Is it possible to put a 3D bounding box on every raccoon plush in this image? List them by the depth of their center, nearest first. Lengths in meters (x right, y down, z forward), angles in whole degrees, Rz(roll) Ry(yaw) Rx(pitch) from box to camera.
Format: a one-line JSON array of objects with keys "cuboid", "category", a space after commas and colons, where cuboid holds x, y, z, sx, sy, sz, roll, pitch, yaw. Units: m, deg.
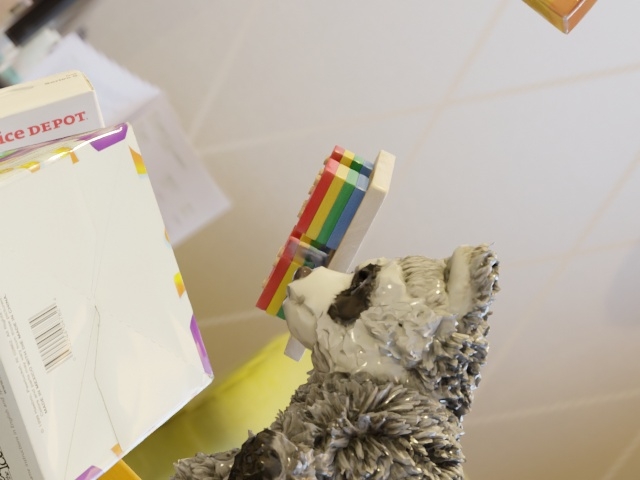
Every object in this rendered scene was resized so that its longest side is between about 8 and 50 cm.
[{"cuboid": [0.095, 0.220, 1.147, 0.446, 0.299, 0.216, 56, -22, -7], "category": "raccoon plush"}]

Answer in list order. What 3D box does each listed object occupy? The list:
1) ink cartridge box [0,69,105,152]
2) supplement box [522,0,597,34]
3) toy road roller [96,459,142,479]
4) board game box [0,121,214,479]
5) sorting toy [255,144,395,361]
[{"cuboid": [-0.356, -0.056, 1.886, 0.115, 0.198, 0.273, -133, -152, -64], "category": "ink cartridge box"}, {"cuboid": [0.218, -0.343, 1.705, 0.233, 0.080, 0.078, 39, 1, 12], "category": "supplement box"}, {"cuboid": [-0.149, 0.203, 0.739, 0.329, 0.202, 0.240, 40, -16, 29], "category": "toy road roller"}, {"cuboid": [-0.219, 0.047, 0.743, 0.142, 0.275, 0.144, -37, 114, -57], "category": "board game box"}, {"cuboid": [0.000, 0.000, 1.982, 0.089, 0.255, 0.257, 27, 14, -2], "category": "sorting toy"}]
